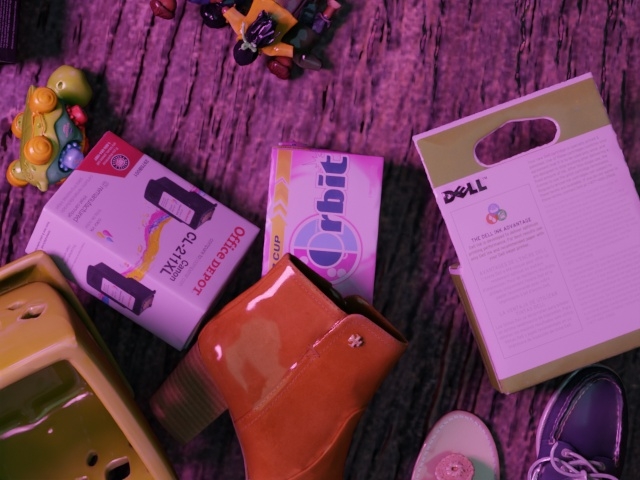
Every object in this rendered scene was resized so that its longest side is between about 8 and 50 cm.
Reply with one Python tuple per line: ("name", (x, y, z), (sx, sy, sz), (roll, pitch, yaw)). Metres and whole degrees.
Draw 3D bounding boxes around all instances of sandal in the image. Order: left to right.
("sandal", (0.118, 0.284, 1.405), (0.088, 0.079, 0.240), (18, 89, -2))

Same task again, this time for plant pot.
("plant pot", (-0.277, 0.158, 1.310), (0.228, 0.207, 0.227), (-28, 125, -2))

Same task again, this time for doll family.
("doll family", (-0.077, -0.226, 1.412), (0.193, 0.076, 0.111), (35, 93, 4))

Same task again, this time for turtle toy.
("turtle toy", (-0.252, -0.107, 1.399), (0.066, 0.095, 0.130), (11, 71, -23))

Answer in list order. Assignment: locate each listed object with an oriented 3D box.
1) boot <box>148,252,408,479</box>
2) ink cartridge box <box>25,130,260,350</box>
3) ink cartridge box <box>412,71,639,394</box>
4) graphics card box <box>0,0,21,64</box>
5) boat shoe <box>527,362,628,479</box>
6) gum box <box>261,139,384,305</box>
("boot", (0.009, 0.169, 1.356), (0.211, 0.104, 0.295), (-42, 104, 12))
("ink cartridge box", (-0.162, -0.001, 1.373), (0.175, 0.072, 0.127), (32, 46, -1))
("ink cartridge box", (0.212, -0.006, 1.404), (0.188, 0.097, 0.255), (-20, 88, -1))
("graphics card box", (-0.442, -0.290, 1.298), (0.371, 0.094, 0.233), (4, 89, -35))
("boat shoe", (0.238, 0.242, 1.409), (0.095, 0.079, 0.255), (21, 89, -1))
("gum box", (0.000, 0.000, 1.413), (0.107, 0.062, 0.188), (5, 90, -2))
